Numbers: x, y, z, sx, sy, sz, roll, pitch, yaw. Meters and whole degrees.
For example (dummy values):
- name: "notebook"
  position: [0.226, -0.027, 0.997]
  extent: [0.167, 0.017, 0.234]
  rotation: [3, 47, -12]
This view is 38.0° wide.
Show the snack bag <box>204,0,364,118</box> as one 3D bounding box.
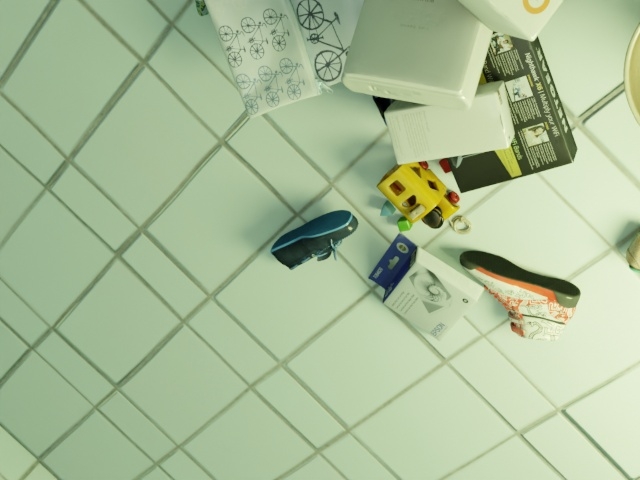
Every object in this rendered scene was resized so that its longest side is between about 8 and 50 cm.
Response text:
- name: "snack bag"
  position: [-0.052, -0.443, 1.871]
  extent: [0.343, 0.037, 0.323]
  rotation: [-15, 102, 22]

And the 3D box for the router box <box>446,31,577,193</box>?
- name: "router box"
  position: [0.343, -0.270, 1.849]
  extent: [0.243, 0.081, 0.308]
  rotation: [-14, 110, 29]

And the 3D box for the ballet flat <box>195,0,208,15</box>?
- name: "ballet flat"
  position: [-0.230, -0.556, 1.945]
  extent: [0.070, 0.070, 0.188]
  rotation: [36, 120, 1]

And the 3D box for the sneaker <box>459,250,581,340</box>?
- name: "sneaker"
  position: [0.416, 0.129, 2.031]
  extent: [0.270, 0.090, 0.145]
  rotation: [19, 120, 9]

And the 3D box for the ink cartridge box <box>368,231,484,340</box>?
- name: "ink cartridge box"
  position: [0.224, 0.109, 2.085]
  extent: [0.224, 0.045, 0.223]
  rotation: [34, 146, 4]

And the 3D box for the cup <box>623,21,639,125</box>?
- name: "cup"
  position: [0.697, -0.319, 1.578]
  extent: [0.331, 0.237, 0.331]
  rotation: [10, 120, 19]

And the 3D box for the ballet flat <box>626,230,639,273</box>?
- name: "ballet flat"
  position: [0.769, 0.044, 1.830]
  extent: [0.316, 0.107, 0.106]
  rotation: [14, 114, 14]

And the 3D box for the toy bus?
- name: "toy bus"
  position: [0.215, -0.085, 1.991]
  extent: [0.202, 0.104, 0.191]
  rotation: [7, 120, 20]

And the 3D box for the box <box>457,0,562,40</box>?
- name: "box"
  position: [0.347, -0.538, 1.529]
  extent: [0.215, 0.168, 0.345]
  rotation: [34, 96, -23]

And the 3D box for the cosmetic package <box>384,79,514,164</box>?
- name: "cosmetic package"
  position: [0.251, -0.228, 1.812]
  extent: [0.231, 0.085, 0.117]
  rotation: [-6, 114, 25]

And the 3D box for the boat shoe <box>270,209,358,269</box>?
- name: "boat shoe"
  position: [0.000, 0.000, 2.147]
  extent: [0.258, 0.109, 0.089]
  rotation: [-18, 117, 47]

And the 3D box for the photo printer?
- name: "photo printer"
  position: [0.198, -0.411, 1.737]
  extent: [0.256, 0.107, 0.307]
  rotation: [14, 80, 21]

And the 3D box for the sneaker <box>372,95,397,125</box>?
- name: "sneaker"
  position: [0.136, -0.329, 1.902]
  extent: [0.083, 0.087, 0.221]
  rotation: [-15, 110, 28]
